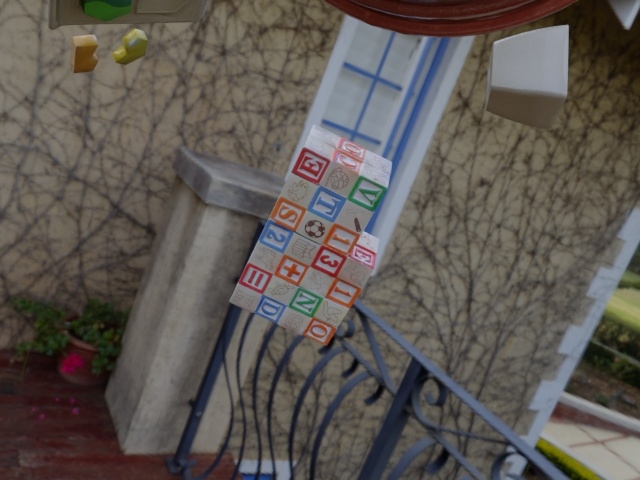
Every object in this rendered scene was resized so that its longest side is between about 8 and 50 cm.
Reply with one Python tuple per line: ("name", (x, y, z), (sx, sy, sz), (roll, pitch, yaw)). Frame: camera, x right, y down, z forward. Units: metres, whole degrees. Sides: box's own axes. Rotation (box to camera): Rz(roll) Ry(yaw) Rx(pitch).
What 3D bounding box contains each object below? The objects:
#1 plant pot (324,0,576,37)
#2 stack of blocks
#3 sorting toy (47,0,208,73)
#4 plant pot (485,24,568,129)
("plant pot", (0.042, -0.201, 0.221), (0.273, 0.272, 0.265), (22, 24, 5))
("stack of blocks", (0.000, 0.000, 0.985), (0.171, 0.297, 0.087), (25, 32, -5))
("sorting toy", (-0.243, -0.324, 0.872), (0.229, 0.307, 0.041), (-16, 74, -29))
("plant pot", (0.285, -0.227, 0.918), (0.096, 0.108, 0.109), (4, -14, 8))
